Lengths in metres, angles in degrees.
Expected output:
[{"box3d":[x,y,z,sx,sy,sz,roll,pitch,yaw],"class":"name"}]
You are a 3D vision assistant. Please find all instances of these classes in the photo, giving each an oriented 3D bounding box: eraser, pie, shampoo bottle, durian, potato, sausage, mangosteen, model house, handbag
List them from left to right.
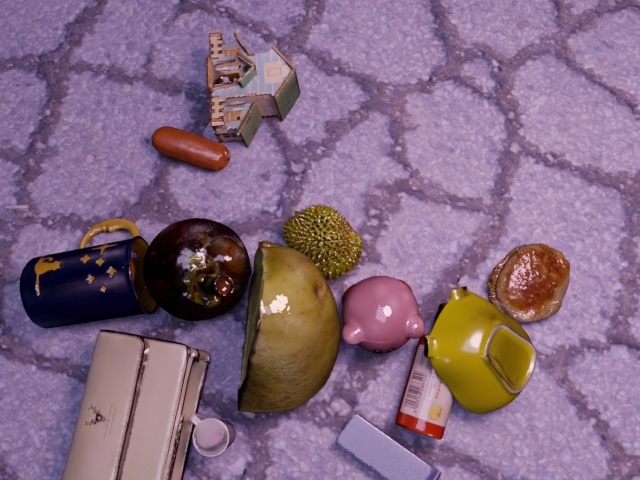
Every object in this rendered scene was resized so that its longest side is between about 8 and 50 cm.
[{"box3d":[-0.399,0.383,1.316,0.236,0.160,0.358,7,77,13],"class":"handbag"},{"box3d":[-0.311,-0.220,1.503,0.197,0.076,0.076,20,78,7],"class":"sausage"},{"box3d":[-0.256,0.068,1.320,0.231,0.289,0.231,-2,98,-16],"class":"mangosteen"},{"box3d":[-0.154,-0.372,1.482,0.206,0.178,0.271,-3,73,2],"class":"model house"},{"box3d":[-0.042,0.156,1.259,0.212,0.280,0.330,7,60,-9],"class":"potato"},{"box3d":[-0.001,0.001,1.380,0.198,0.159,0.146,35,76,12],"class":"durian"},{"box3d":[0.143,0.461,1.318,0.225,0.036,0.082,33,81,11],"class":"eraser"},{"box3d":[0.246,0.271,1.323,0.104,0.104,0.278,17,78,8],"class":"shampoo bottle"},{"box3d":[0.464,0.091,1.370,0.163,0.079,0.193,37,79,7],"class":"pie"}]

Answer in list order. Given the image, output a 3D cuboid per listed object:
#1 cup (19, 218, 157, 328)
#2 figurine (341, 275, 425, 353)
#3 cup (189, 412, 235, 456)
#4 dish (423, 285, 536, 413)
[{"box3d":[-0.511,0.080,1.423,0.256,0.255,0.178,-9,113,4],"class":"cup"},{"box3d":[0.129,0.160,1.328,0.173,0.173,0.173,-1,76,4],"class":"figurine"},{"box3d":[-0.231,0.403,1.318,0.104,0.116,0.074,37,82,11],"class":"cup"},{"box3d":[0.347,0.226,1.261,0.262,0.108,0.221,44,66,-21],"class":"dish"}]
